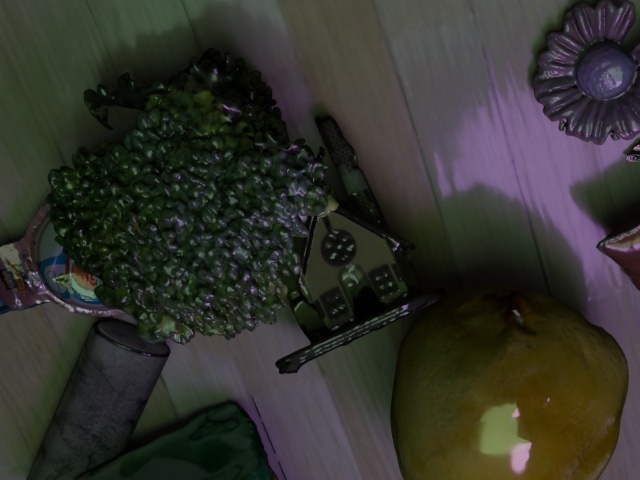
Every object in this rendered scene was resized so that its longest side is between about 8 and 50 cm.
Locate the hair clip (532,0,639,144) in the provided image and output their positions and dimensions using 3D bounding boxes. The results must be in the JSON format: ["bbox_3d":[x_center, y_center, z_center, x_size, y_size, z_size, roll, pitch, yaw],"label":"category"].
[{"bbox_3d":[0.398,-0.161,1.487,0.300,0.069,0.173,37,110,-13],"label":"hair clip"}]

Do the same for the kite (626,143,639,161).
[{"bbox_3d":[0.503,-0.161,1.530,0.183,0.014,0.241,41,109,-15],"label":"kite"}]

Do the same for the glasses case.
[{"bbox_3d":[-0.315,0.251,1.690,0.114,0.060,0.299,20,114,-16],"label":"glasses case"}]

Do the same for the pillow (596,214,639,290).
[{"bbox_3d":[0.458,-0.008,1.552,0.179,0.075,0.171,-29,146,21],"label":"pillow"}]

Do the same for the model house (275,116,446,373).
[{"bbox_3d":[0.000,0.000,1.537,0.218,0.205,0.279,-27,84,10],"label":"model house"}]

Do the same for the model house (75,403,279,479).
[{"bbox_3d":[-0.150,0.437,1.703,0.267,0.194,0.325,-27,123,-6],"label":"model house"}]

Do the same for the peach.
[{"bbox_3d":[0.229,0.211,1.557,0.314,0.281,0.316,-48,139,-9],"label":"peach"}]

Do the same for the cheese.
[{"bbox_3d":[-0.331,0.030,1.577,0.285,0.074,0.189,-14,114,7],"label":"cheese"}]

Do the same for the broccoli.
[{"bbox_3d":[-0.155,-0.054,1.424,0.324,0.272,0.334,33,103,-17],"label":"broccoli"}]
